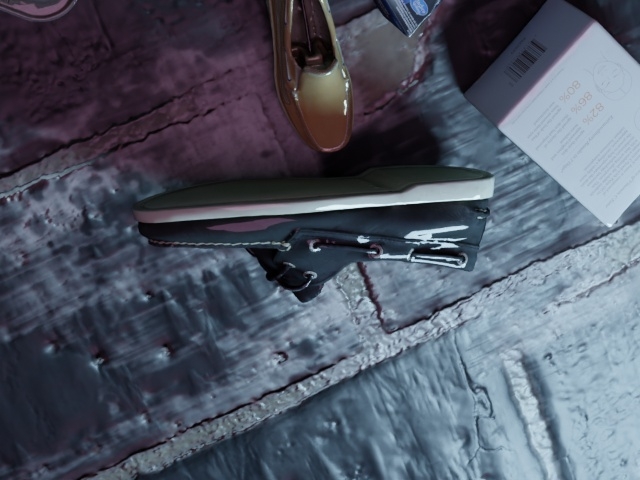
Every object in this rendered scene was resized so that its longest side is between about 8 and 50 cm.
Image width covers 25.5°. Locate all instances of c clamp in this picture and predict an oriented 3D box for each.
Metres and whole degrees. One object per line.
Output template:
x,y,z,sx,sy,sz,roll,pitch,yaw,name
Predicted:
-0.256,-0.253,1.146,0.161,0.022,0.137,25,105,-25,c clamp

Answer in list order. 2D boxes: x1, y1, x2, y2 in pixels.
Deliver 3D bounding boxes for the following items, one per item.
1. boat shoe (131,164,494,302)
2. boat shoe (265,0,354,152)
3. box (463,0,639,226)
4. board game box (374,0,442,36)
-0.001,-0.001,1.288,0.340,0.127,0.113,-7,105,-25,boat shoe
-0.008,-0.155,1.241,0.068,0.072,0.190,-21,119,-7,boat shoe
0.245,-0.120,1.327,0.170,0.091,0.130,38,99,-28,box
0.098,-0.308,1.200,0.194,0.060,0.194,-37,127,-1,board game box
